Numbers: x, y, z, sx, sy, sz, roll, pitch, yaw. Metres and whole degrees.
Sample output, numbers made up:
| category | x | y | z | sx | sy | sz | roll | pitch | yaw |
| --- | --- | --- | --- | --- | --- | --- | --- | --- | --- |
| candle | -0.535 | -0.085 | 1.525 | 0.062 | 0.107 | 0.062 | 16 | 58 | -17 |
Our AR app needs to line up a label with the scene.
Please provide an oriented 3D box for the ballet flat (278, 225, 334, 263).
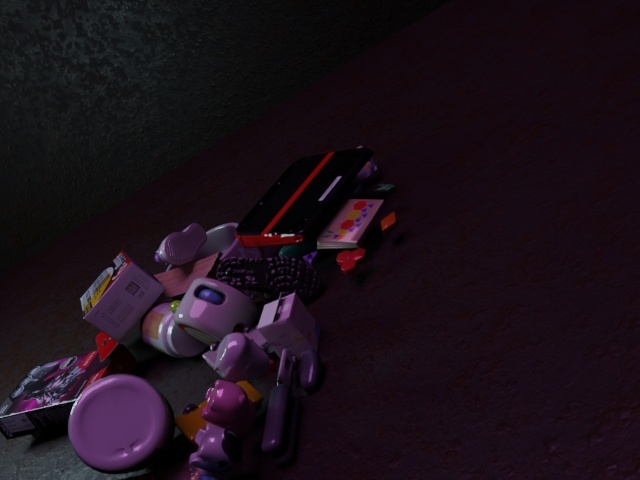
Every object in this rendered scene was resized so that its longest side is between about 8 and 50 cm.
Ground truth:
| category | x | y | z | sx | sy | sz | roll | pitch | yaw |
| --- | --- | --- | --- | --- | --- | --- | --- | --- | --- |
| ballet flat | 0.000 | 0.000 | 1.918 | 0.247 | 0.083 | 0.087 | -21 | 28 | 14 |

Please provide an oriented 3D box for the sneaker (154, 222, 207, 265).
| category | x | y | z | sx | sy | sz | roll | pitch | yaw |
| --- | --- | --- | --- | --- | --- | --- | --- | --- | --- |
| sneaker | -0.468 | 0.044 | 2.131 | 0.161 | 0.102 | 0.282 | -32 | 4 | 16 |

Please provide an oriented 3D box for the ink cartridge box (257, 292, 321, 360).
| category | x | y | z | sx | sy | sz | roll | pitch | yaw |
| --- | --- | --- | --- | --- | --- | --- | --- | --- | --- |
| ink cartridge box | -0.075 | 0.199 | 1.574 | 0.090 | 0.143 | 0.092 | -24 | 26 | 22 |

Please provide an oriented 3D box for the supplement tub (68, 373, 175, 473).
| category | x | y | z | sx | sy | sz | roll | pitch | yaw |
| --- | --- | --- | --- | --- | --- | --- | --- | --- | --- |
| supplement tub | -0.414 | 0.398 | 1.452 | 0.193 | 0.193 | 0.316 | -43 | -6 | -19 |

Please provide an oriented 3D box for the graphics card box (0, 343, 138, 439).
| category | x | y | z | sx | sy | sz | roll | pitch | yaw |
| --- | --- | --- | --- | --- | --- | --- | --- | --- | --- |
| graphics card box | -0.745 | 0.441 | 1.977 | 0.371 | 0.094 | 0.233 | -17 | 27 | 22 |

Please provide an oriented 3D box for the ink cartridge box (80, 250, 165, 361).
| category | x | y | z | sx | sy | sz | roll | pitch | yaw |
| --- | --- | --- | --- | --- | --- | --- | --- | --- | --- |
| ink cartridge box | -0.615 | 0.186 | 2.006 | 0.272 | 0.130 | 0.309 | -52 | 19 | -10 |

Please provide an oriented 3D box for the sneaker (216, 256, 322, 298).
| category | x | y | z | sx | sy | sz | roll | pitch | yaw |
| --- | --- | --- | --- | --- | --- | --- | --- | --- | --- |
| sneaker | -0.126 | 0.098 | 1.819 | 0.283 | 0.124 | 0.107 | 9 | 81 | 12 |

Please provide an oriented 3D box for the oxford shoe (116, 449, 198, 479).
| category | x | y | z | sx | sy | sz | roll | pitch | yaw |
| --- | --- | --- | --- | --- | --- | --- | --- | --- | --- |
| oxford shoe | -0.349 | 0.519 | 1.343 | 0.363 | 0.133 | 0.130 | -37 | 24 | -11 |

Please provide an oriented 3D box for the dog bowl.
| category | x | y | z | sx | sy | sz | roll | pitch | yaw |
| --- | --- | --- | --- | --- | --- | --- | --- | --- | --- |
| dog bowl | -0.356 | 0.075 | 2.198 | 0.348 | 0.102 | 0.349 | -27 | 25 | 14 |

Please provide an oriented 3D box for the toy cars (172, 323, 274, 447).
| category | x | y | z | sx | sy | sz | roll | pitch | yaw |
| --- | --- | --- | --- | --- | --- | --- | --- | --- | --- |
| toy cars | -0.199 | 0.334 | 1.549 | 0.176 | 0.087 | 0.394 | 3 | 32 | 9 |

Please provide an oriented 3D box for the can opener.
| category | x | y | z | sx | sy | sz | roll | pitch | yaw |
| --- | --- | --- | --- | --- | --- | --- | --- | --- | --- |
| can opener | -0.054 | 0.327 | 1.400 | 0.095 | 0.076 | 0.283 | -26 | 27 | 19 |

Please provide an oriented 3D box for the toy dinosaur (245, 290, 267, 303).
| category | x | y | z | sx | sy | sz | roll | pitch | yaw |
| --- | --- | --- | --- | --- | --- | --- | --- | --- | --- |
| toy dinosaur | -0.196 | 0.166 | 1.912 | 0.082 | 0.047 | 0.090 | -47 | 32 | 18 |

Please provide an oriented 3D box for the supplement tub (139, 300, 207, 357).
| category | x | y | z | sx | sy | sz | roll | pitch | yaw |
| --- | --- | --- | --- | --- | --- | --- | --- | --- | --- |
| supplement tub | -0.404 | 0.248 | 1.891 | 0.144 | 0.144 | 0.199 | -47 | 28 | -26 |

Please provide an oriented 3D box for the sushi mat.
| category | x | y | z | sx | sy | sz | roll | pitch | yaw |
| --- | --- | --- | --- | --- | --- | --- | --- | --- | --- |
| sushi mat | -0.438 | 0.124 | 2.068 | 0.316 | 0.019 | 0.151 | -18 | 35 | 35 |

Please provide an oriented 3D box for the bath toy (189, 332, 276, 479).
| category | x | y | z | sx | sy | sz | roll | pitch | yaw |
| --- | --- | --- | --- | --- | --- | --- | --- | --- | --- |
| bath toy | -0.172 | 0.352 | 1.331 | 0.151 | 0.129 | 0.348 | -47 | 26 | 50 |

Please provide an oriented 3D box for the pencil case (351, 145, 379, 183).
| category | x | y | z | sx | sy | sz | roll | pitch | yaw |
| --- | --- | --- | --- | --- | --- | --- | --- | --- | --- |
| pencil case | 0.051 | -0.193 | 2.164 | 0.273 | 0.113 | 0.124 | -30 | 44 | 10 |

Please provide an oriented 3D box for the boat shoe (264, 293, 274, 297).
| category | x | y | z | sx | sy | sz | roll | pitch | yaw |
| --- | --- | --- | --- | --- | --- | --- | --- | --- | --- |
| boat shoe | -0.120 | 0.126 | 1.902 | 0.100 | 0.035 | 0.035 | -47 | 0 | -16 |

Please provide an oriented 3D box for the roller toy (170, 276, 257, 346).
| category | x | y | z | sx | sy | sz | roll | pitch | yaw |
| --- | --- | --- | --- | --- | --- | --- | --- | --- | --- |
| roller toy | -0.264 | 0.188 | 1.743 | 0.191 | 0.209 | 0.146 | -12 | 47 | 58 |

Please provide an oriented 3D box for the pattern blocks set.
| category | x | y | z | sx | sy | sz | roll | pitch | yaw |
| --- | --- | --- | --- | --- | --- | --- | --- | --- | --- |
| pattern blocks set | 0.079 | -0.043 | 1.816 | 0.285 | 0.026 | 0.325 | 12 | 52 | 43 |

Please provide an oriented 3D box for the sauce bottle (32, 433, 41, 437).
| category | x | y | z | sx | sy | sz | roll | pitch | yaw |
| --- | --- | --- | --- | --- | --- | --- | --- | --- | --- |
| sauce bottle | -0.852 | 0.550 | 2.025 | 0.042 | 0.042 | 0.128 | -41 | 27 | -13 |

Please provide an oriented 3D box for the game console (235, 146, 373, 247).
| category | x | y | z | sx | sy | sz | roll | pitch | yaw |
| --- | --- | --- | --- | --- | --- | --- | --- | --- | --- |
| game console | -0.053 | -0.125 | 1.986 | 0.342 | 0.060 | 0.386 | 0 | 44 | 47 |
